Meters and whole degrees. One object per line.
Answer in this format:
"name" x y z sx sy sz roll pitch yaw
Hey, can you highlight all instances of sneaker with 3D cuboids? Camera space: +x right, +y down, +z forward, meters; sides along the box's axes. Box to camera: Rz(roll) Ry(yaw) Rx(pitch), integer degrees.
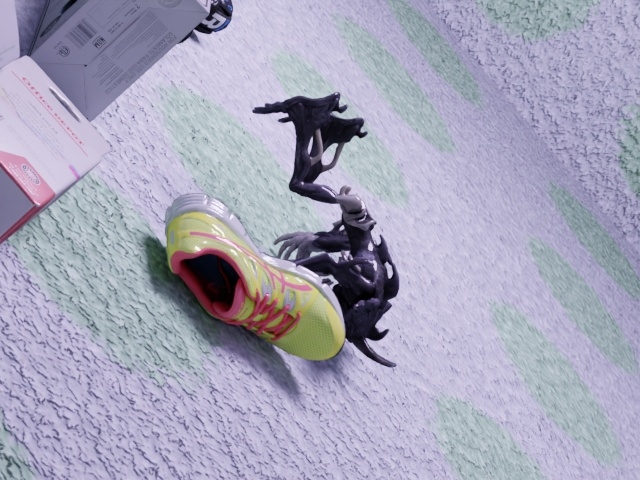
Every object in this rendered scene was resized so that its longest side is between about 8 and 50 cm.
"sneaker" -0.144 -0.270 2.117 0.121 0.079 0.217 37 20 -32
"sneaker" -0.065 0.053 1.666 0.208 0.081 0.094 37 27 -17

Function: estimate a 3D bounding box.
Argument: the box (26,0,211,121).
"box" -0.189 -0.251 1.820 0.087 0.169 0.290 43 17 -20

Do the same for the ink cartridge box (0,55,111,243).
"ink cartridge box" -0.250 -0.074 1.468 0.115 0.067 0.198 49 19 -4

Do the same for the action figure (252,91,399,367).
"action figure" 0.000 0.000 1.832 0.164 0.140 0.276 10 69 -76

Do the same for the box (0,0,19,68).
"box" -0.293 -0.181 1.430 0.101 0.087 0.102 -62 148 -73
